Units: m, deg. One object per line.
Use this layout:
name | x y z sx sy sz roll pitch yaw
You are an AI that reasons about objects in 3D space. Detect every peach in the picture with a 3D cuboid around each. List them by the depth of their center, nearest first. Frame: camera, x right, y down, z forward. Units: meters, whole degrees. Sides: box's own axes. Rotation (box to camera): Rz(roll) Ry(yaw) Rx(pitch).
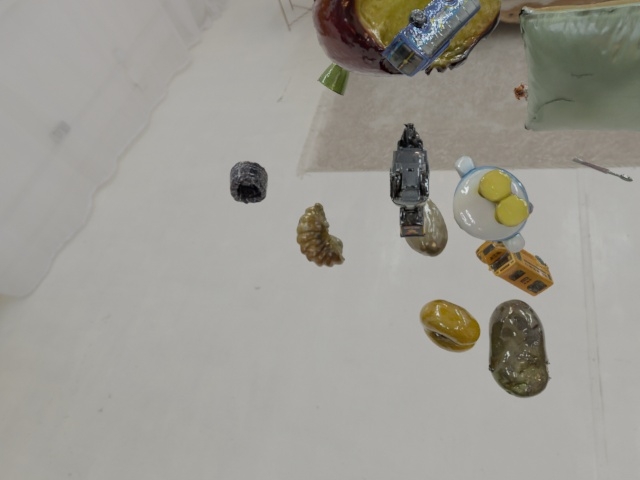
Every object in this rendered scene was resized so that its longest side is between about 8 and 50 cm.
peach | 0.190 -0.539 0.874 0.418 0.338 0.352 -3 45 15
peach | 0.362 0.243 1.178 0.179 0.179 0.103 24 64 30

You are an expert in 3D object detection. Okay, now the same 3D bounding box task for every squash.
squash | 0.064 -0.565 1.381 0.105 0.105 0.132 52 124 36

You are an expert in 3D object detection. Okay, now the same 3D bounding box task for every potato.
potato | 0.544 0.294 1.148 0.165 0.165 0.261 0 78 19

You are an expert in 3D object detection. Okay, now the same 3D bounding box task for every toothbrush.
toothbrush | 0.815 -0.207 1.212 0.014 0.017 0.194 -55 29 13

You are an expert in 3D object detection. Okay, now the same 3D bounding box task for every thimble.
thimble | -0.174 -0.140 1.018 0.095 0.104 0.066 6 60 -21

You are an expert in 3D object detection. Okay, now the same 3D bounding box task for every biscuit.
biscuit | 0.000 0.000 1.102 0.118 0.182 0.061 -32 18 -19

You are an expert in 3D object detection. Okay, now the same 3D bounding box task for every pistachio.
pistachio | 0.330 -0.048 1.341 0.136 0.135 0.225 -15 63 10

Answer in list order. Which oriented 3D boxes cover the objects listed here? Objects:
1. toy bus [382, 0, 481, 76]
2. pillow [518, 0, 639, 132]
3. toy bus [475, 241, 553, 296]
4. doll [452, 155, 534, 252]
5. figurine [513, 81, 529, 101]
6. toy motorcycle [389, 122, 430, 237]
toy bus | 0.143 -0.270 0.528 0.061 0.051 0.153 43 66 -5
pillow | 0.517 -0.294 0.736 0.311 0.312 0.119 10 68 34
toy bus | 0.412 0.054 0.886 0.069 0.162 0.074 -49 23 35
doll | 0.249 -0.057 0.610 0.135 0.241 0.098 28 109 18
figurine | 0.629 -0.462 1.294 0.047 0.064 0.109 -16 18 21
toy motorcycle | 0.216 -0.154 1.000 0.091 0.157 0.262 -1 57 14
